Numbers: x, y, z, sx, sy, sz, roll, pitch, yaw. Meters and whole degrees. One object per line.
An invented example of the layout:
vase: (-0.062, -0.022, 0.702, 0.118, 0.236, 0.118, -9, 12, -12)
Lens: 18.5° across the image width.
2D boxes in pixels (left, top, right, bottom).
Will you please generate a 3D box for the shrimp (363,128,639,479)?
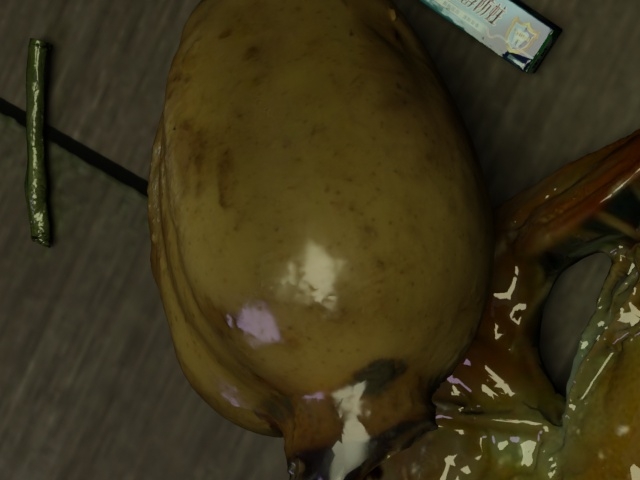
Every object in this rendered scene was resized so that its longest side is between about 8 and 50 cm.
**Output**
shrimp: (0.103, 0.029, 0.684, 0.145, 0.061, 0.267, 34, 106, 24)

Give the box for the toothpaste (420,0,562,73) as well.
toothpaste: (0.048, -0.091, 0.714, 0.083, 0.017, 0.020, 36, 105, 13)

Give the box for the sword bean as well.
sword bean: (-0.112, -0.038, 0.778, 0.012, 0.012, 0.083, 3, 96, 19)

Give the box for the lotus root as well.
lotus root: (0.000, 0.000, 0.665, 0.118, 0.125, 0.221, -12, 58, -2)
